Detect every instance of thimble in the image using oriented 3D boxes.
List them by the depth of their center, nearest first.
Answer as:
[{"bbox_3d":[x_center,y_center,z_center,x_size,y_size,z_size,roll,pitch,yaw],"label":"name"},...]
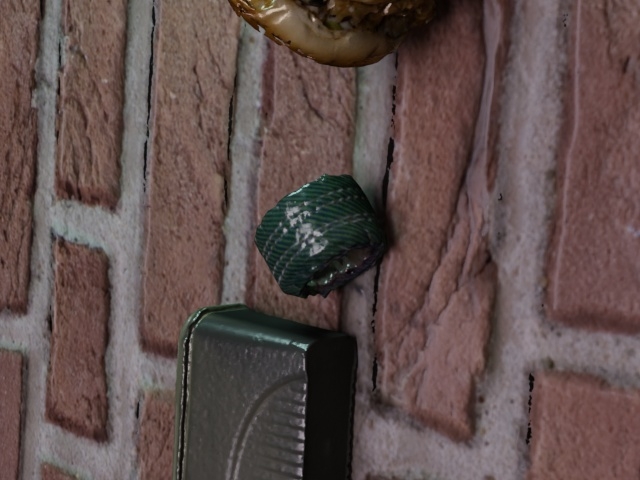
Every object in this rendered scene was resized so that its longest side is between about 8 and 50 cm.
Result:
[{"bbox_3d":[0.000,-0.001,1.147,0.135,0.118,0.090,-42,66,34],"label":"thimble"}]

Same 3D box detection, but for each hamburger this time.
[{"bbox_3d":[0.015,-0.306,1.029,0.245,0.260,0.211,45,123,21],"label":"hamburger"}]

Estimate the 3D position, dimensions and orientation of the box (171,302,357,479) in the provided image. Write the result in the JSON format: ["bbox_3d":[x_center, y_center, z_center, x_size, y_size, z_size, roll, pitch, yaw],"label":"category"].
[{"bbox_3d":[-0.064,0.217,1.208,0.178,0.138,0.274,5,96,36],"label":"box"}]
